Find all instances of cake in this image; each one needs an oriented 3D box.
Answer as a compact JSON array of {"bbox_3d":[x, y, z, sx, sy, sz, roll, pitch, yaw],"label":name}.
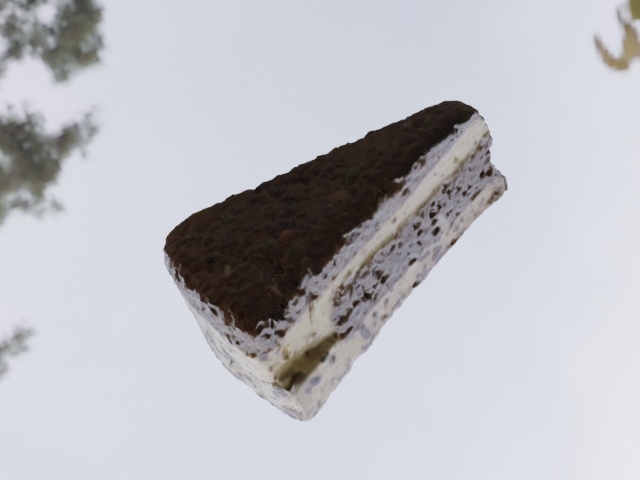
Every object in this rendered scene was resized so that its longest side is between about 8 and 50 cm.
[{"bbox_3d":[0.003,-0.009,1.154,0.135,0.112,0.246,24,-118,37],"label":"cake"}]
